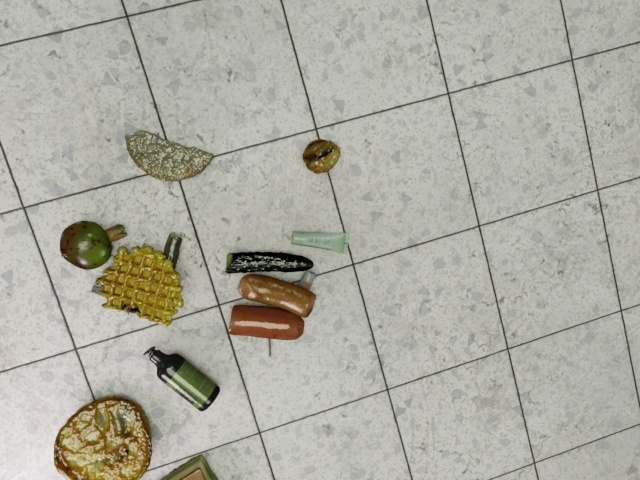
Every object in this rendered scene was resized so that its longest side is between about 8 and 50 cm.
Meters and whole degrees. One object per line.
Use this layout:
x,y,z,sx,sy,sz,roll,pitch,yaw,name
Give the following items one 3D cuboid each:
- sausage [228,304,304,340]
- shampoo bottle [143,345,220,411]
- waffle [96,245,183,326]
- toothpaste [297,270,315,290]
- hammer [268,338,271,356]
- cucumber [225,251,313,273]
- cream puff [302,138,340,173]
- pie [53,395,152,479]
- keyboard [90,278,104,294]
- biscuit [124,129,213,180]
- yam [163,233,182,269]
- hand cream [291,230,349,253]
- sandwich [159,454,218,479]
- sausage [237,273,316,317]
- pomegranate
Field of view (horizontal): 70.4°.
-0.183,0.283,1.568,0.259,0.113,0.113,6,95,-5,sausage
-0.480,0.462,1.554,0.284,0.101,0.101,43,89,-9,shampoo bottle
-0.586,0.158,1.485,0.283,0.065,0.309,-32,80,5,waffle
-0.073,0.199,1.618,0.067,0.043,0.194,25,98,-7,toothpaste
-0.184,0.364,1.630,0.035,0.019,0.110,-2,101,-8,hammer
-0.175,0.076,1.572,0.303,0.081,0.072,0,125,-11,cucumber
0.007,-0.286,1.544,0.133,0.119,0.104,-18,123,12,cream puff
-0.712,0.677,1.518,0.315,0.092,0.315,5,73,-16,pie
-0.705,0.176,1.537,0.129,0.015,0.049,24,92,-9,keyboard
-0.513,-0.269,1.509,0.290,0.038,0.141,17,94,-8,biscuit
-0.528,0.111,1.536,0.061,0.061,0.274,18,92,-9,yam
0.000,0.000,1.604,0.205,0.050,0.078,6,92,-13,hand cream
-0.473,0.901,1.593,0.220,0.108,0.186,-28,98,-6,sandwich
-0.149,0.182,1.557,0.270,0.109,0.109,15,93,7,sausage
-0.731,0.004,1.460,0.205,0.159,0.159,-29,100,-31,pomegranate
